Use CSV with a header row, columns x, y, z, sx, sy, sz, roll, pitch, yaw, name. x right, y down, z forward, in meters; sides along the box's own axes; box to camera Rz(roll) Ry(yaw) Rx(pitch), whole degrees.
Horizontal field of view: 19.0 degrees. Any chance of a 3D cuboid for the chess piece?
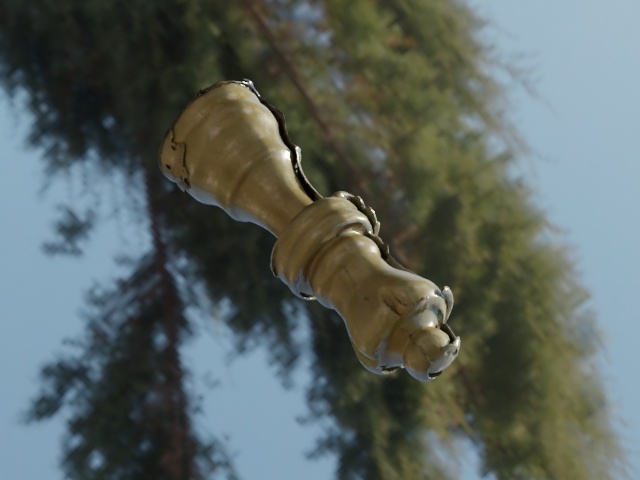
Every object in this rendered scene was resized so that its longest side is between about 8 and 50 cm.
x,y,z,sx,sy,sz,roll,pitch,yaw,name
0.000,0.000,0.844,0.060,0.060,0.172,-43,-119,-5,chess piece
